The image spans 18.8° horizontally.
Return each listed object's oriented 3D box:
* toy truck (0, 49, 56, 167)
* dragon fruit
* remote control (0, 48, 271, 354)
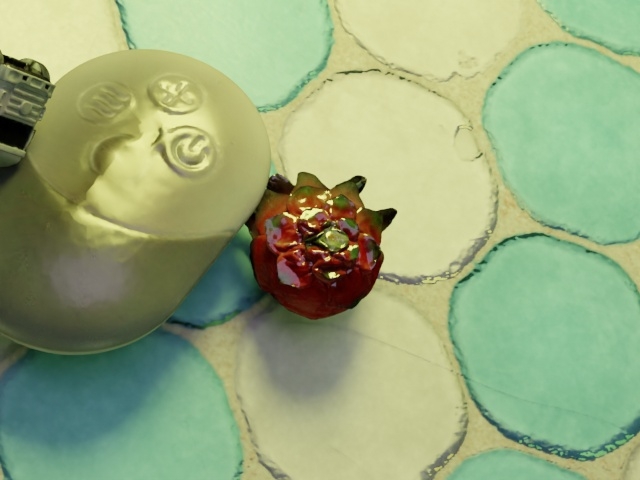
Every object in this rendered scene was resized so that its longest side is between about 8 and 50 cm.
[{"bbox_3d":[-0.344,-0.128,1.672,0.216,0.110,0.116,19,91,22],"label":"toy truck"},{"bbox_3d":[-0.005,0.004,1.751,0.130,0.121,0.142,48,28,-20],"label":"dragon fruit"},{"bbox_3d":[-0.184,-0.039,1.709,0.221,0.103,0.332,29,61,12],"label":"remote control"}]
